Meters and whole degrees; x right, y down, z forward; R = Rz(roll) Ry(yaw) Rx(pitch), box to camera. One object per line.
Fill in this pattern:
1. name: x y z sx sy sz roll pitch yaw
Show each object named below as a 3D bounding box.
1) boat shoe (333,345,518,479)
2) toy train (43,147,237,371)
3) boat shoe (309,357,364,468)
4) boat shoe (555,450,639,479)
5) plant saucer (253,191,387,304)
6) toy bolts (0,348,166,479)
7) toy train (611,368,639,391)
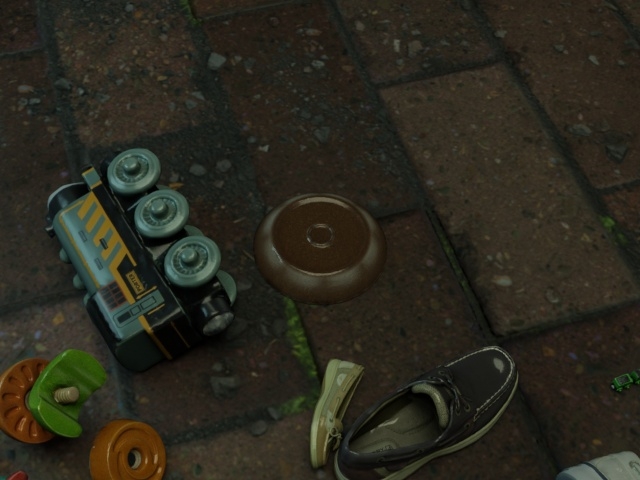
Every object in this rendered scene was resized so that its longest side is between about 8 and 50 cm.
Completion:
1. boat shoe: 0.142 0.216 1.108 0.285 0.092 0.103 -27 61 -19
2. toy train: -0.253 0.019 1.209 0.190 0.142 0.334 -32 62 -10
3. boat shoe: 0.019 0.221 1.124 0.048 0.056 0.153 9 48 9
4. boat shoe: 0.429 0.395 0.987 0.157 0.135 0.367 -17 48 -17
5. plant saucer: 0.000 0.000 1.285 0.199 0.036 0.198 0 56 -1
6. toy bolts: -0.326 0.276 1.043 0.159 0.218 0.228 -17 36 38
7. toy train: 0.430 0.181 1.184 0.083 0.023 0.017 -18 58 -13
